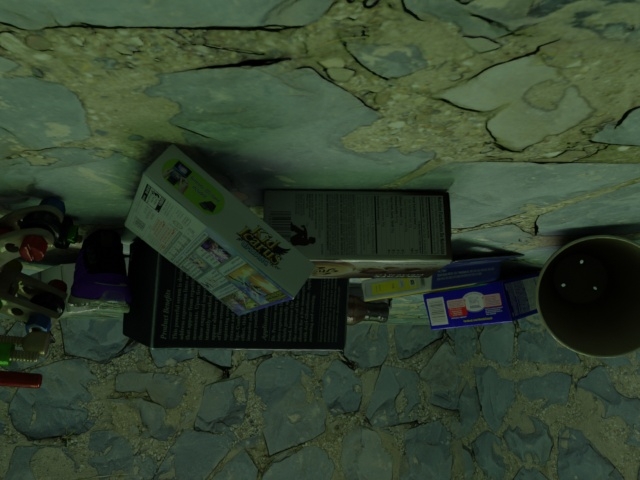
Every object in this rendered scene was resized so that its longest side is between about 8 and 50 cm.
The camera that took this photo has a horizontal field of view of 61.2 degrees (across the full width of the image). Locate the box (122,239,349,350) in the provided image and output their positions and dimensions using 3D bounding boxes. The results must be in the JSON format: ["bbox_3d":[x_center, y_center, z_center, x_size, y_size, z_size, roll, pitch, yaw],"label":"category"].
[{"bbox_3d":[-0.181,0.112,1.138,0.396,0.211,0.294,7,173,-28],"label":"box"}]

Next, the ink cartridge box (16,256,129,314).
[{"bbox_3d":[-0.600,0.123,1.358,0.283,0.117,0.207,-13,175,41],"label":"ink cartridge box"}]

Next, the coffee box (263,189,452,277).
[{"bbox_3d":[0.055,-0.005,0.919,0.297,0.118,0.168,0,166,-4],"label":"coffee box"}]

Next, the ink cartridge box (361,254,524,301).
[{"bbox_3d":[0.319,0.097,1.402,0.304,0.072,0.307,-2,173,-41],"label":"ink cartridge box"}]

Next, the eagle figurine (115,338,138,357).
[{"bbox_3d":[-0.414,0.184,1.468,0.299,0.225,0.226,-6,179,-12],"label":"eagle figurine"}]

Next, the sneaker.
[{"bbox_3d":[-0.429,0.051,1.056,0.102,0.146,0.293,12,179,-31],"label":"sneaker"}]

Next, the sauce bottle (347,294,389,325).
[{"bbox_3d":[0.057,0.234,1.831,0.345,0.111,0.111,7,166,-8],"label":"sauce bottle"}]

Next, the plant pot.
[{"bbox_3d":[0.616,0.107,1.241,0.257,0.256,0.274,-5,-177,16],"label":"plant pot"}]

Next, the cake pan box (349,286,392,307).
[{"bbox_3d":[0.137,0.222,2.026,0.267,0.070,0.246,-4,169,12],"label":"cake pan box"}]

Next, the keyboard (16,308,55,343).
[{"bbox_3d":[-0.758,0.120,1.275,0.317,0.033,0.201,25,149,25],"label":"keyboard"}]

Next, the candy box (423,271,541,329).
[{"bbox_3d":[0.513,0.175,1.610,0.317,0.122,0.268,-3,171,-44],"label":"candy box"}]

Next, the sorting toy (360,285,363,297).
[{"bbox_3d":[0.177,0.167,1.854,0.075,0.044,0.083,-9,166,2],"label":"sorting toy"}]

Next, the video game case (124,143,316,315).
[{"bbox_3d":[-0.161,0.004,0.797,0.244,0.061,0.269,42,155,-11],"label":"video game case"}]

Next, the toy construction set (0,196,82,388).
[{"bbox_3d":[-0.547,0.071,0.871,0.237,0.308,0.257,8,157,-16],"label":"toy construction set"}]
